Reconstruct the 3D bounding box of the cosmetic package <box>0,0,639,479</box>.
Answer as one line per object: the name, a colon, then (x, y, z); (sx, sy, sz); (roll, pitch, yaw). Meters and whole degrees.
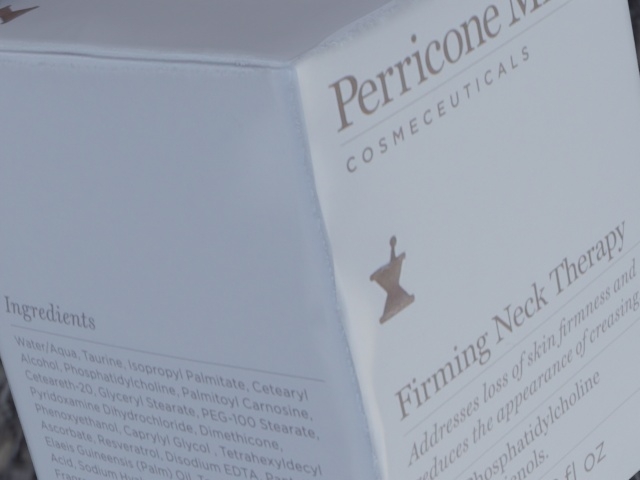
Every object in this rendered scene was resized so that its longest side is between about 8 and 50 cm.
cosmetic package: (0.000, 0.000, 1.277); (0.327, 0.329, 0.394); (8, 121, 41)
